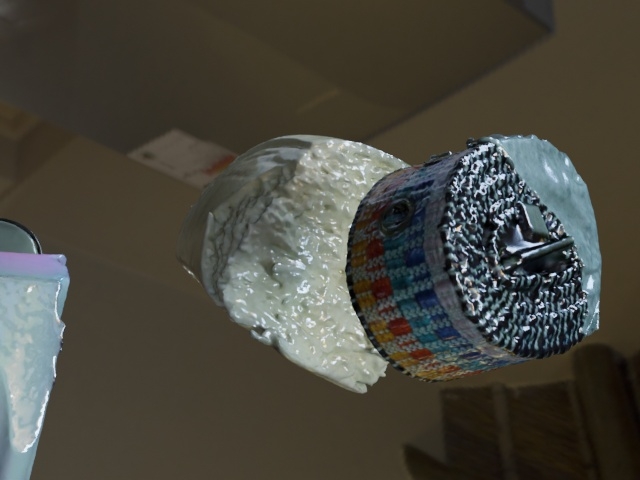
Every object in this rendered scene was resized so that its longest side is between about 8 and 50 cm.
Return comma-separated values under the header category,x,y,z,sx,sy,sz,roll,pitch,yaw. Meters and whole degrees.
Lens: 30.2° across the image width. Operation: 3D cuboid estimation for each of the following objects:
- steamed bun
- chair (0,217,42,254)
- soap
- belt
category,x,y,z,sx,sy,sz,roll,pitch,yaw
steamed bun,0.000,0.000,1.435,0.272,0.290,0.273,-51,-143,-3
chair,-0.478,0.027,1.677,0.325,0.170,0.159,95,20,-61
soap,-0.301,0.155,1.019,0.193,0.109,0.323,-125,-131,-63
belt,0.143,0.014,1.061,0.150,0.258,0.207,-17,-90,41
